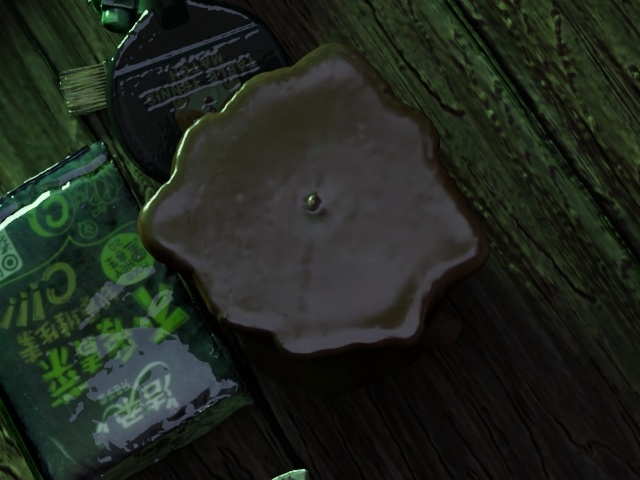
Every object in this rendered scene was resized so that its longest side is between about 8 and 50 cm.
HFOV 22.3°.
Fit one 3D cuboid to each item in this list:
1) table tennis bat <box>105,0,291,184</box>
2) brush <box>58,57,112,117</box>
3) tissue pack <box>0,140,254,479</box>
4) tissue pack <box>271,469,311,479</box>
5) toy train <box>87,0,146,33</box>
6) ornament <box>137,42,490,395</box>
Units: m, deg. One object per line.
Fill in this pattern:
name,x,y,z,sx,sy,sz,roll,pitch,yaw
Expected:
table tennis bat,-0.108,-0.152,1.287,0.150,0.027,0.236,-20,99,-4
brush,-0.129,-0.140,1.332,0.169,0.014,0.043,-15,75,-3
tissue pack,-0.180,0.063,1.240,0.173,0.073,0.235,-32,75,0
tissue pack,-0.018,0.247,1.163,0.060,0.108,0.148,-13,74,-4
toy train,-0.135,-0.252,1.337,0.104,0.071,0.178,7,75,-4
ornament,0.000,0.000,1.178,0.235,0.217,0.221,0,74,3
